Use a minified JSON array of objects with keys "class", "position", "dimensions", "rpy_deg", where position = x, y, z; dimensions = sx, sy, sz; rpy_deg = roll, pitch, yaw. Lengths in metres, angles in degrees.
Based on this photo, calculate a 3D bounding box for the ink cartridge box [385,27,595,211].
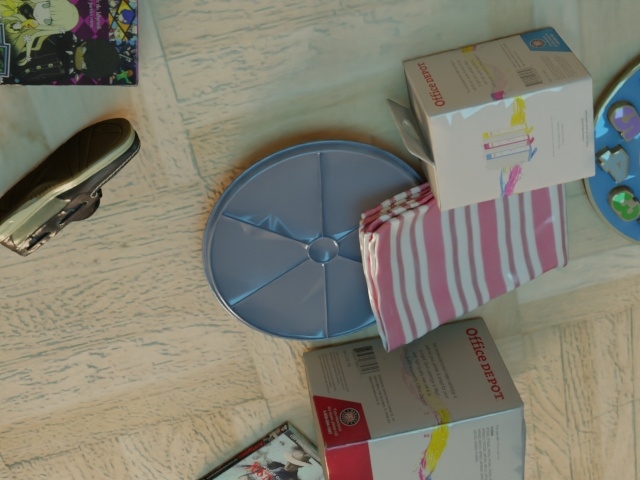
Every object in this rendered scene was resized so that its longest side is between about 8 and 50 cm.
[{"class":"ink cartridge box","position":[0.129,-0.093,0.872],"dimensions":[0.143,0.092,0.090],"rpy_deg":[-13,126,-1]}]

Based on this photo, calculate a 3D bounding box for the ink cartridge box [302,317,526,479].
[{"class":"ink cartridge box","position":[0.085,0.169,1.018],"dimensions":[0.176,0.128,0.127],"rpy_deg":[-11,125,-3]}]

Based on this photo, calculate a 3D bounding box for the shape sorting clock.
[{"class":"shape sorting clock","position":[0.323,-0.079,0.951],"dimensions":[0.206,0.040,0.206],"rpy_deg":[-6,124,-8]}]

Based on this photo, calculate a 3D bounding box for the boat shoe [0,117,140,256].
[{"class":"boat shoe","position":[-0.194,-0.040,0.871],"dimensions":[0.152,0.056,0.049],"rpy_deg":[-30,130,21]}]

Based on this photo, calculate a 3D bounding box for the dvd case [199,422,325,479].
[{"class":"dvd case","position":[-0.053,0.235,1.105],"dimensions":[0.119,0.013,0.087],"rpy_deg":[-35,123,12]}]

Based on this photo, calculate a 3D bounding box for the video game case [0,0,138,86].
[{"class":"video game case","position":[-0.227,-0.213,0.749],"dimensions":[0.210,0.042,0.232],"rpy_deg":[-2,124,-10]}]

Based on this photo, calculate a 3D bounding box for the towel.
[{"class":"towel","position":[0.128,0.003,0.946],"dimensions":[0.197,0.029,0.144],"rpy_deg":[-24,129,-14]}]

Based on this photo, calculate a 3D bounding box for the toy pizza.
[{"class":"toy pizza","position":[0.000,0.000,0.945],"dimensions":[0.201,0.032,0.201],"rpy_deg":[-5,124,-8]}]
